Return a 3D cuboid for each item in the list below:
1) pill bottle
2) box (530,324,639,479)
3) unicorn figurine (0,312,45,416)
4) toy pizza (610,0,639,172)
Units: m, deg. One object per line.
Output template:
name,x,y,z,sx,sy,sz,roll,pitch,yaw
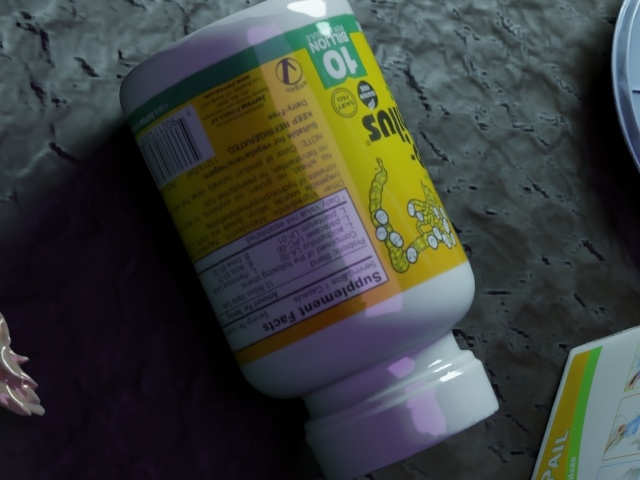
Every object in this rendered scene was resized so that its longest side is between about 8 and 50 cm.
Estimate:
pill bottle,0.000,0.000,0.885,0.117,0.117,0.208,-23,87,-34
box,0.168,0.154,0.946,0.114,0.103,0.203,31,62,-20
unicorn figurine,-0.198,0.049,0.795,0.162,0.060,0.111,-6,77,-48
toy pizza,0.242,-0.074,1.103,0.201,0.032,0.201,10,70,-27
